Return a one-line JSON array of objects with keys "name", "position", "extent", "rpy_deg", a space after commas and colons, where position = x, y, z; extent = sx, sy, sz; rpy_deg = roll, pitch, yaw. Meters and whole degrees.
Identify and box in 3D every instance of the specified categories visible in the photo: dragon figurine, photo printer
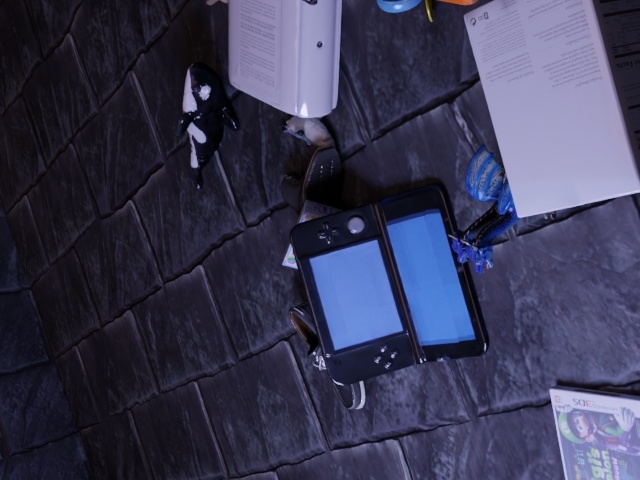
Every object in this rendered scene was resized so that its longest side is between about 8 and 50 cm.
[{"name": "dragon figurine", "position": [0.262, -0.087, 1.474], "extent": [0.085, 0.144, 0.289], "rpy_deg": [39, 134, 41]}, {"name": "photo printer", "position": [-0.067, -0.396, 1.862], "extent": [0.256, 0.107, 0.308], "rpy_deg": [31, 127, 48]}]

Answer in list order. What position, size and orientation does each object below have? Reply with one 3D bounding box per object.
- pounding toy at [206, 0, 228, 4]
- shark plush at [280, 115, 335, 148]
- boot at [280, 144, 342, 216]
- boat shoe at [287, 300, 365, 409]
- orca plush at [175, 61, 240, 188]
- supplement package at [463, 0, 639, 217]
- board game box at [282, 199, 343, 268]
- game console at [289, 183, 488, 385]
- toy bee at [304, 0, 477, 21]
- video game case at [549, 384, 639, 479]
[{"name": "pounding toy", "position": [-0.218, -0.562, 1.975], "extent": [0.183, 0.110, 0.237], "rpy_deg": [19, 109, 61]}, {"name": "shark plush", "position": [-0.035, -0.194, 1.954], "extent": [0.161, 0.073, 0.067], "rpy_deg": [1, 136, 50]}, {"name": "boot", "position": [-0.030, -0.114, 1.960], "extent": [0.137, 0.076, 0.198], "rpy_deg": [49, 141, 41]}, {"name": "boat shoe", "position": [0.011, 0.224, 2.039], "extent": [0.084, 0.079, 0.233], "rpy_deg": [-41, 71, 52]}, {"name": "orca plush", "position": [-0.221, -0.228, 2.172], "extent": [0.102, 0.151, 0.287], "rpy_deg": [21, 123, 14]}, {"name": "supplement package", "position": [0.337, -0.186, 1.272], "extent": [0.199, 0.198, 0.263], "rpy_deg": [-14, 92, 56]}, {"name": "board game box", "position": [0.000, 0.000, 1.942], "extent": [0.026, 0.103, 0.154], "rpy_deg": [-82, 11, -45]}, {"name": "game console", "position": [0.107, 0.080, 1.761], "extent": [0.173, 0.250, 0.293], "rpy_deg": [159, 95, -83]}, {"name": "toy bee", "position": [0.117, -0.428, 1.557], "extent": [0.298, 0.162, 0.195], "rpy_deg": [24, 146, 13]}, {"name": "video game case", "position": [0.414, 0.310, 1.529], "extent": [0.173, 0.022, 0.190], "rpy_deg": [-1, 102, 56]}]
